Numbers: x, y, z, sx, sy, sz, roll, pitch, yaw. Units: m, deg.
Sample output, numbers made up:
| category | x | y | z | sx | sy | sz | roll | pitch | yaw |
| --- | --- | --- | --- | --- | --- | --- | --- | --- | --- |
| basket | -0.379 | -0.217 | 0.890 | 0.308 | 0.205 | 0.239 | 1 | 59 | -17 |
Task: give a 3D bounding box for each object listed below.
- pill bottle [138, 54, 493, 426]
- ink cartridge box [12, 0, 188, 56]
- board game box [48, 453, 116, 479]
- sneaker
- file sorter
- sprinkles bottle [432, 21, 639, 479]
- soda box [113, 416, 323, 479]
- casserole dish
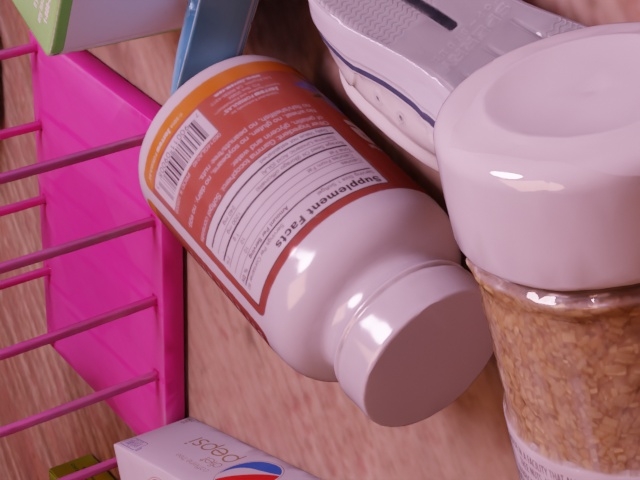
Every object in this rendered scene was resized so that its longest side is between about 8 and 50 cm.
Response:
| category | x | y | z | sx | sy | sz | roll | pitch | yaw |
| --- | --- | --- | --- | --- | --- | --- | --- | --- | --- |
| pill bottle | 0.000 | 0.000 | 0.941 | 0.216 | 0.121 | 0.121 | 47 | 141 | 36 |
| ink cartridge box | -0.171 | -0.285 | 1.076 | 0.273 | 0.114 | 0.198 | 54 | 145 | 28 |
| board game box | -0.168 | 0.267 | 1.430 | 0.181 | 0.043 | 0.092 | 35 | 134 | 46 |
| sneaker | 0.097 | -0.058 | 0.806 | 0.258 | 0.094 | 0.091 | 45 | 170 | 32 |
| file sorter | -0.229 | 0.024 | 1.267 | 0.202 | 0.182 | 0.291 | 37 | 134 | 44 |
| sprinkles bottle | 0.139 | 0.093 | 0.691 | 0.121 | 0.121 | 0.355 | 27 | 140 | 51 |
| soda box | -0.064 | 0.191 | 1.197 | 0.216 | 0.069 | 0.074 | 16 | 118 | 56 |
| casserole dish | -0.053 | -0.158 | 0.987 | 0.188 | 0.037 | 0.114 | 110 | 168 | -47 |
